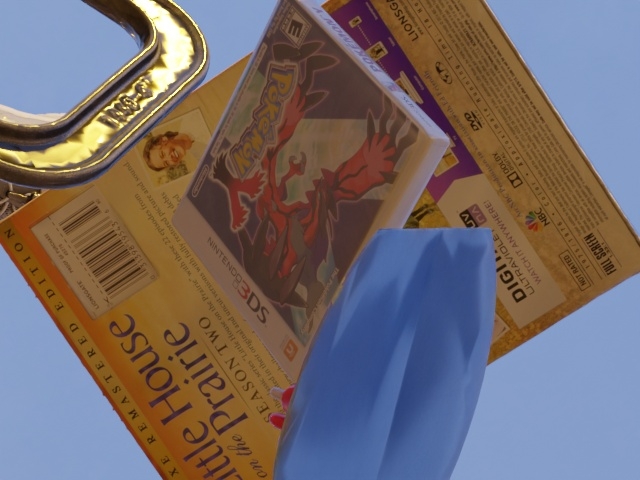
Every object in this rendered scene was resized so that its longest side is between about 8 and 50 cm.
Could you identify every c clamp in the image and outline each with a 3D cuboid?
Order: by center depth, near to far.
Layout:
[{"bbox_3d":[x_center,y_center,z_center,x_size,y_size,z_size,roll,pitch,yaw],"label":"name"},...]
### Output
[{"bbox_3d":[-0.111,-0.079,0.629,0.137,0.160,0.022,31,-53,-1],"label":"c clamp"}]

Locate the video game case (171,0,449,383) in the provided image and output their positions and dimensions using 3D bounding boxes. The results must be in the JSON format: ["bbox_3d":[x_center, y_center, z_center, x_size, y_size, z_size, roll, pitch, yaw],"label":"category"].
[{"bbox_3d":[-0.014,-0.038,1.163,0.183,0.023,0.201,50,-58,38],"label":"video game case"}]

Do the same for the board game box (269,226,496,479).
[{"bbox_3d":[0.013,0.055,0.633,0.033,0.169,0.133,17,-81,25],"label":"board game box"}]

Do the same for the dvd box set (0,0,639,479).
[{"bbox_3d":[0.000,0.000,1.356,0.420,0.062,0.307,-34,-85,10],"label":"dvd box set"}]

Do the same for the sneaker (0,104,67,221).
[{"bbox_3d":[-0.258,-0.060,1.508,0.115,0.281,0.105,32,-63,34],"label":"sneaker"}]
